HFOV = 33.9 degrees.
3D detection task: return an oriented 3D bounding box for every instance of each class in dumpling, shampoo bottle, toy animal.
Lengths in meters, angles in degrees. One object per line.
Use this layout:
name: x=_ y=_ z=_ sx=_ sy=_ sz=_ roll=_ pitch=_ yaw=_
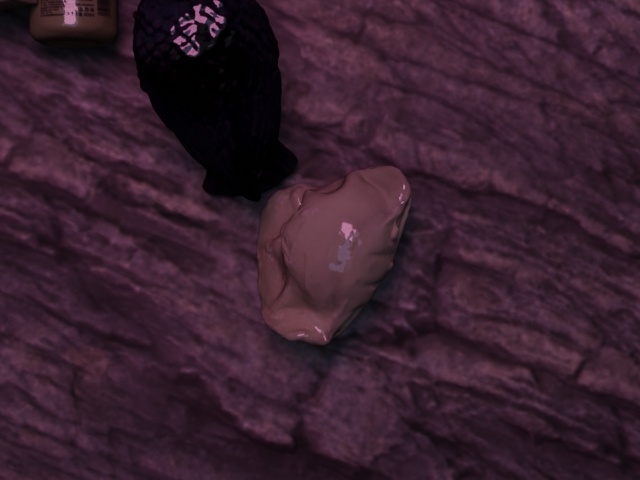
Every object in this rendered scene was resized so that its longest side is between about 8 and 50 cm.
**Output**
dumpling: x=0.002 y=-0.002 z=0.962 sx=0.134 sy=0.100 sz=0.169 roll=31 pitch=111 yaw=33
shampoo bottle: x=-0.222 y=-0.257 z=0.938 sx=0.079 sy=0.079 sz=0.162 roll=-2 pitch=92 yaw=-3
toy animal: x=-0.099 y=-0.161 z=0.898 sx=0.122 sy=0.185 sz=0.298 roll=-18 pitch=112 yaw=-7

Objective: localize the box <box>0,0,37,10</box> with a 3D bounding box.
box: x=-0.310 y=-0.318 z=0.922 sx=0.132 sy=0.034 sz=0.235 roll=-2 pitch=91 yaw=32
